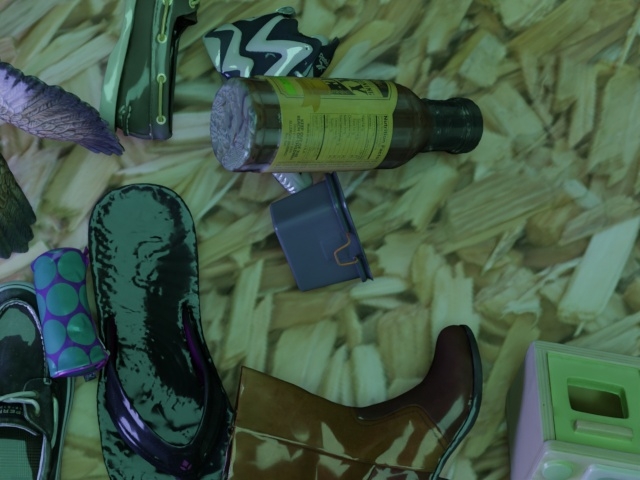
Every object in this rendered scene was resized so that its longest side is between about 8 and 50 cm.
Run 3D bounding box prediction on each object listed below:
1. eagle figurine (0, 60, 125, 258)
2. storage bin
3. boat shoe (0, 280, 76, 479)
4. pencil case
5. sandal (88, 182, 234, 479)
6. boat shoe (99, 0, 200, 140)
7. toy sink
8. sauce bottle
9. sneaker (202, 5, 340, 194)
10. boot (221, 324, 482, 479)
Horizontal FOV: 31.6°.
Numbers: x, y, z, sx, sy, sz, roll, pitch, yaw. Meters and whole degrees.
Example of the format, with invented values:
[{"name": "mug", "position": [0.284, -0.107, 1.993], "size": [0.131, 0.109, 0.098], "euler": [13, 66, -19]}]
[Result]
[{"name": "eagle figurine", "position": [-0.401, -0.153, 1.309], "size": [0.225, 0.226, 0.298], "euler": [-33, 82, -28]}, {"name": "storage bin", "position": [0.000, 0.000, 1.353], "size": [0.091, 0.098, 0.135], "euler": [-20, 125, 3]}, {"name": "boat shoe", "position": [-0.344, 0.209, 1.300], "size": [0.121, 0.119, 0.335], "euler": [-4, 82, -5]}, {"name": "pencil case", "position": [-0.288, 0.084, 1.304], "size": [0.070, 0.064, 0.152], "euler": [-12, 72, -11]}, {"name": "sandal", "position": [-0.193, 0.150, 1.327], "size": [0.167, 0.107, 0.446], "euler": [-13, 85, -6]}, {"name": "boat shoe", "position": [-0.194, -0.272, 1.382], "size": [0.091, 0.109, 0.305], "euler": [13, 88, -4]}, {"name": "toy sink", "position": [0.306, 0.246, 1.292], "size": [0.152, 0.131, 0.234], "euler": [10, 44, -3]}, {"name": "sauce bottle", "position": [0.040, -0.135, 1.327], "size": [0.344, 0.111, 0.111], "euler": [-4, 82, -36]}, {"name": "sneaker", "position": [-0.029, -0.182, 1.388], "size": [0.153, 0.094, 0.235], "euler": [-28, 76, 1]}, {"name": "boot", "position": [0.037, 0.197, 1.338], "size": [0.280, 0.096, 0.264], "euler": [16, 81, -7]}]
